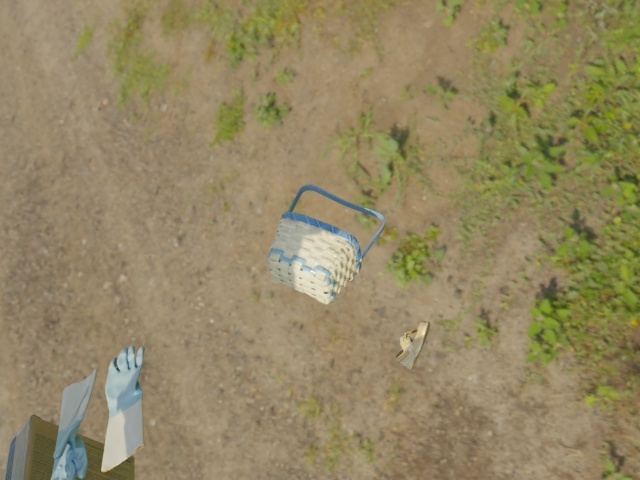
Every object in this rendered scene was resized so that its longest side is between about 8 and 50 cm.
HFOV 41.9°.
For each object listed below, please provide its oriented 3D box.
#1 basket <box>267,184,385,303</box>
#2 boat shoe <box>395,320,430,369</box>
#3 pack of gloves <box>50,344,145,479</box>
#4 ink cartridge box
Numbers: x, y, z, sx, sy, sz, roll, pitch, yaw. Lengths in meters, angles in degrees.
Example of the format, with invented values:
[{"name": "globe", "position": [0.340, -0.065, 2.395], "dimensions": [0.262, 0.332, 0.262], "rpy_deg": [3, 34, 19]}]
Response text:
[{"name": "basket", "position": [0.000, 0.000, 2.195], "dimensions": [0.255, 0.201, 0.288], "rpy_deg": [24, 66, 18]}, {"name": "boat shoe", "position": [0.223, 0.253, 2.058], "dimensions": [0.063, 0.059, 0.170], "rpy_deg": [-56, -14, -46]}, {"name": "pack of gloves", "position": [-0.356, 0.266, 1.299], "dimensions": [0.195, 0.046, 0.232], "rpy_deg": [-36, 35, 17]}, {"name": "ink cartridge box", "position": [-0.466, 0.460, 1.562], "dimensions": [0.088, 0.235, 0.193], "rpy_deg": [-46, 31, 19]}]
